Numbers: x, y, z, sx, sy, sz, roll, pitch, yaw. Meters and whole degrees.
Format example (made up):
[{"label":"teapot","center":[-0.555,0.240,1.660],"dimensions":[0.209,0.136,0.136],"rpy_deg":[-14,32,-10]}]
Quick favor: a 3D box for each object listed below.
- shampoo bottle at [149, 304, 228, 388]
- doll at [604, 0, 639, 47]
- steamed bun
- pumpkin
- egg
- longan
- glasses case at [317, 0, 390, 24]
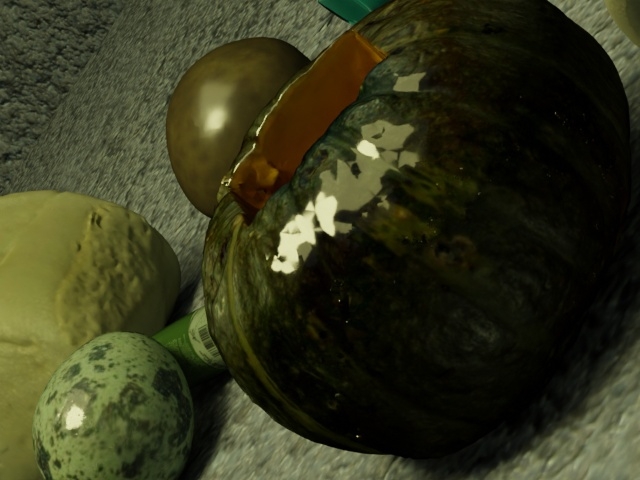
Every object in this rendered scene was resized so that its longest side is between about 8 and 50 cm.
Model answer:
[{"label":"shampoo bottle","center":[-0.121,0.104,1.382],"dimensions":[0.204,0.065,0.065],"rpy_deg":[-30,28,46]},{"label":"doll","center":[0.312,-0.201,0.663],"dimensions":[0.370,0.226,0.215],"rpy_deg":[-55,6,-11]},{"label":"steamed bun","center":[-0.311,0.079,1.570],"dimensions":[0.273,0.272,0.290],"rpy_deg":[-41,25,30]},{"label":"pumpkin","center":[0.056,-0.019,0.967],"dimensions":[0.320,0.192,0.320],"rpy_deg":[-43,19,19]},{"label":"egg","center":[-0.170,0.148,1.292],"dimensions":[0.132,0.132,0.172],"rpy_deg":[-39,29,34]},{"label":"longan","center":[-0.077,-0.100,1.508],"dimensions":[0.204,0.159,0.184],"rpy_deg":[-41,27,47]},{"label":"glasses case","center":[0.117,-0.370,1.710],"dimensions":[0.301,0.070,0.117],"rpy_deg":[-56,12,-6]}]
